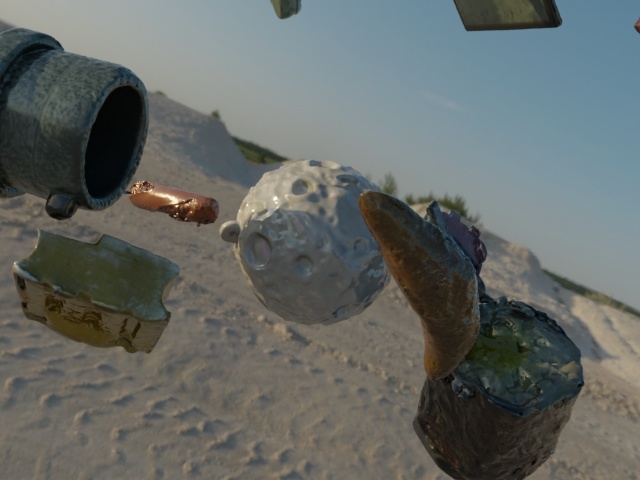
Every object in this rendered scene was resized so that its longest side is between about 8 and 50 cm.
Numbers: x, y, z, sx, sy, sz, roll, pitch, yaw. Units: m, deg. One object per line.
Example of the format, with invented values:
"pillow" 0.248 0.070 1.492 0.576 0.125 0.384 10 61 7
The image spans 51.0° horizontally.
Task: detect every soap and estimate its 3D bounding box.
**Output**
"soap" -0.394 0.097 1.186 0.259 0.142 0.281 19 -23 -15

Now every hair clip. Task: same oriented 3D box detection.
"hair clip" 0.246 0.001 1.254 0.187 0.146 0.056 44 -43 -19

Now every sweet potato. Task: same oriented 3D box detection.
"sweet potato" 0.150 0.062 0.879 0.114 0.092 0.341 -10 -52 22

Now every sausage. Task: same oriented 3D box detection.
"sausage" -0.370 -0.095 1.620 0.327 0.079 0.087 14 -3 39

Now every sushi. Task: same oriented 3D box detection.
"sushi" 0.353 0.299 1.337 0.281 0.294 0.299 32 50 32

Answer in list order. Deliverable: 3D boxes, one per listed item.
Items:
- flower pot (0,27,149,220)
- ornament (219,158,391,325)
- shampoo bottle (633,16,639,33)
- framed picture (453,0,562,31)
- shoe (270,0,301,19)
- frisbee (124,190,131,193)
"flower pot" -0.461 -0.181 1.105 0.283 0.298 0.299 17 5 3
"ornament" 0.000 0.000 1.340 0.337 0.337 0.337 24 6 -3
"shampoo bottle" 0.530 -0.371 0.878 0.102 0.260 0.064 28 23 -26
"framed picture" 0.230 -0.480 1.025 0.347 0.016 0.265 60 -9 -24
"shoe" -0.045 -0.434 0.951 0.100 0.250 0.103 -8 -11 -17
"frisbee" -0.483 -0.113 1.388 0.188 0.012 0.211 9 0 1
